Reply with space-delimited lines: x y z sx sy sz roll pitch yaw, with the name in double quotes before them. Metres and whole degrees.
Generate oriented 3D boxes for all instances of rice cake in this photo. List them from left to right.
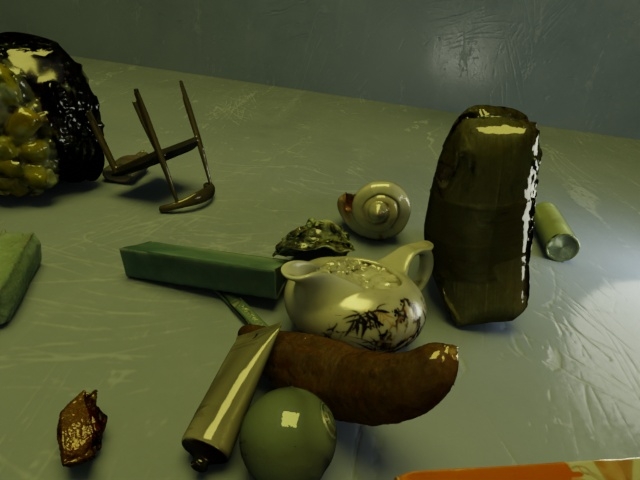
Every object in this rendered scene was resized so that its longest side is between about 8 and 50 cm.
"rice cake" -0.480 0.053 0.721 0.064 0.069 0.206 -2 26 -14

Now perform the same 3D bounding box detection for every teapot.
"teapot" 0.066 0.077 0.721 0.300 0.165 0.209 -19 21 -39

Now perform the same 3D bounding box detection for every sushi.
"sushi" -0.674 -0.263 1.005 0.328 0.328 0.285 20 24 13
"sushi" -0.252 0.203 0.507 0.047 0.050 0.099 -11 39 -22

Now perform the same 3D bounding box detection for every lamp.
"lamp" -0.033 0.208 0.501 0.105 0.105 0.105 6 27 -3

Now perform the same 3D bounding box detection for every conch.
"conch" 0.132 -0.064 1.086 0.159 0.127 0.255 -16 -1 16

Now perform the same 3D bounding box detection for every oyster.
"oyster" 0.001 0.003 0.873 0.200 0.086 0.252 -5 6 33

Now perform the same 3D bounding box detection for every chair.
"chair" -0.372 -0.200 1.092 0.167 0.271 0.188 -13 18 26

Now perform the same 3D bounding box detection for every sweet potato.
"sweet potato" 0.016 0.163 0.577 0.342 0.113 0.092 -4 17 46

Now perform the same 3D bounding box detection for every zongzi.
"zongzi" 0.282 -0.088 0.891 0.175 0.355 0.392 1 25 8

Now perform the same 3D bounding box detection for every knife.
"knife" -0.141 0.100 0.776 0.028 0.015 0.210 -10 32 -40

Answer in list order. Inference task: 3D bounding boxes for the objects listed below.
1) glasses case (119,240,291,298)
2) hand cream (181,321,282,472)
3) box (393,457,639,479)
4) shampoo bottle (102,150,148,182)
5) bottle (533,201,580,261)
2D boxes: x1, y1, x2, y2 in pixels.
"glasses case" -0.192 0.049 0.805 0.267 0.056 0.105 8 7 11
"hand cream" -0.104 0.176 0.556 0.087 0.054 0.186 -24 29 34
"box" 0.225 0.302 0.354 0.342 0.143 0.224 1 28 -10
"shampoo bottle" -0.484 -0.192 1.213 0.080 0.040 0.165 7 27 0
"bottle" 0.560 -0.026 1.146 0.072 0.072 0.201 12 28 7
